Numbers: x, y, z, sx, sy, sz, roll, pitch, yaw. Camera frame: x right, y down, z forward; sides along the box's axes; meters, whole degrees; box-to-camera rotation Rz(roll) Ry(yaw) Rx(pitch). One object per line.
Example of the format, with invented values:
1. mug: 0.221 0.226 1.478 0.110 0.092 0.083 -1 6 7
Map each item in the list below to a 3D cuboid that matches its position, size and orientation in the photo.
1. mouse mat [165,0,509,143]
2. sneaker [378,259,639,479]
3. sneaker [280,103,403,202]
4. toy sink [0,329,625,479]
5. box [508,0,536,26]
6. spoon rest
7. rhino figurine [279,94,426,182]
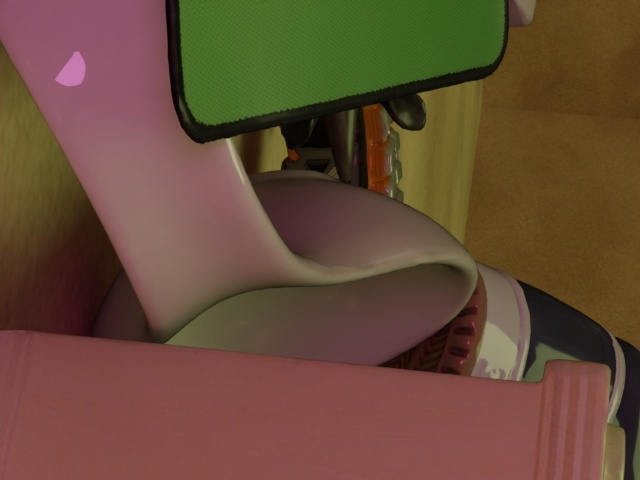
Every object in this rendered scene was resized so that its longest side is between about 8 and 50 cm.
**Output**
1. mouse mat: 0.010 -0.111 0.469 0.190 0.007 0.152 -19 110 -58
2. sneaker: 0.047 0.148 0.726 0.282 0.153 0.099 -61 -148 16
3. sneaker: 0.000 0.000 0.886 0.084 0.083 0.214 -38 128 -80
4. toy sink: 0.021 0.114 0.508 0.153 0.234 0.131 78 19 -64
5. box: 0.032 -0.260 0.559 0.232 0.058 0.322 40 60 -56
6. spoon rest: -0.027 0.004 0.540 0.276 0.137 0.084 62 10 -63
7. rhino figurine: 0.001 -0.126 0.670 0.106 0.073 0.243 82 1 -60
